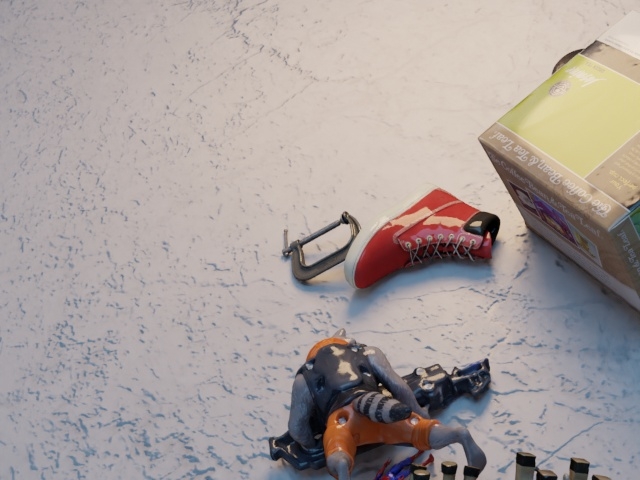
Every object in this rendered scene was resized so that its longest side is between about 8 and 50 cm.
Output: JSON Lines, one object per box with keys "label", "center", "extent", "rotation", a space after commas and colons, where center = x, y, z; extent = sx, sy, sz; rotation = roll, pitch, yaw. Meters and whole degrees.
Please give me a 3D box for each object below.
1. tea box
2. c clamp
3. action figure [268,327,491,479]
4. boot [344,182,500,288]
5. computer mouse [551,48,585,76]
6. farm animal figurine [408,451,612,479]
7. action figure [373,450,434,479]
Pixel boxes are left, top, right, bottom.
{"label": "tea box", "center": [0.471, -0.117, 1.609], "extent": [0.323, 0.220, 0.329], "rotation": [-38, 38, -3]}
{"label": "c clamp", "center": [0.000, 0.000, 1.816], "extent": [0.160, 0.022, 0.137], "rotation": [-24, 42, 25]}
{"label": "action figure", "center": [0.093, 0.207, 1.487], "extent": [0.341, 0.178, 0.330], "rotation": [-24, 27, -14]}
{"label": "boot", "center": [0.168, 0.014, 1.742], "extent": [0.176, 0.088, 0.244], "rotation": [29, 56, 35]}
{"label": "computer mouse", "center": [0.455, -0.210, 1.896], "extent": [0.188, 0.072, 0.272], "rotation": [0, 58, 14]}
{"label": "farm animal figurine", "center": [0.254, 0.349, 1.249], "extent": [0.330, 0.327, 0.172], "rotation": [8, 91, 14]}
{"label": "action figure", "center": [0.100, 0.320, 1.495], "extent": [0.115, 0.030, 0.038], "rotation": [-35, 51, -15]}
